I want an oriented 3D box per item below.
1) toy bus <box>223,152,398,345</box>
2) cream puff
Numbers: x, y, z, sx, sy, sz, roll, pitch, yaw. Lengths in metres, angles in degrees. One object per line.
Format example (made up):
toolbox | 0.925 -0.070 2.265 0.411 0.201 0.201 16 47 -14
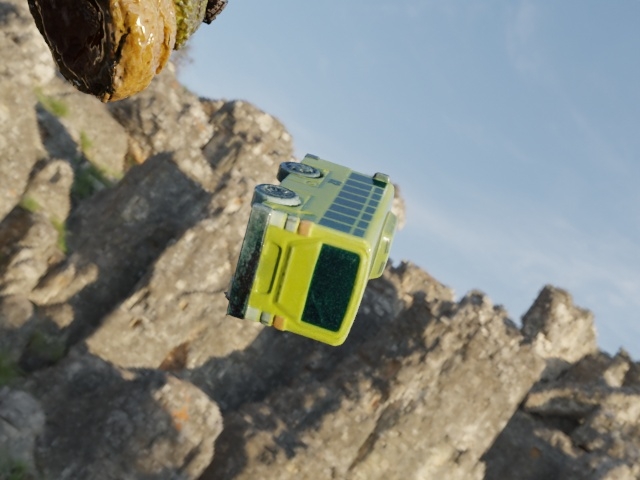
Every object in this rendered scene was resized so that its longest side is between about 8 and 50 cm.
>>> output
toy bus | 0.000 0.000 0.589 0.101 0.088 0.175 17 20 6
cream puff | -0.189 -0.249 0.844 0.183 0.169 0.183 26 -50 35
